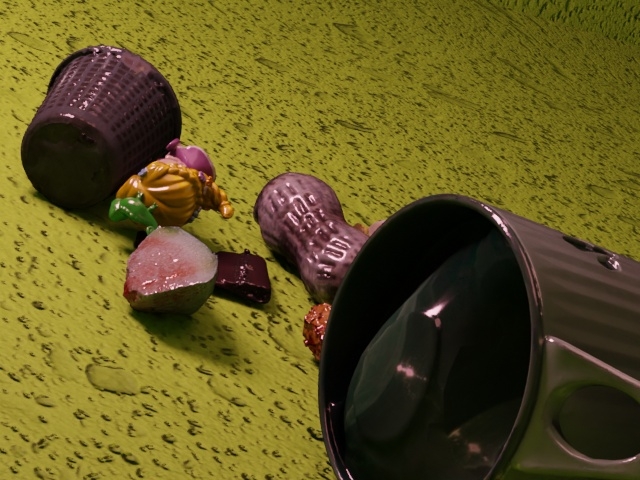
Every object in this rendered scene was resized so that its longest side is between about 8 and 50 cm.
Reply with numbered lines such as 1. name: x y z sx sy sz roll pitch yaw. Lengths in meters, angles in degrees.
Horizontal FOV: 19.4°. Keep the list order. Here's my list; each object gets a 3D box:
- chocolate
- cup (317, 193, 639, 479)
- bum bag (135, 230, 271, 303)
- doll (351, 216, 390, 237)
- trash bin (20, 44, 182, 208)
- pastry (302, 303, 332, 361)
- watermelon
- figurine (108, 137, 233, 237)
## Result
1. chocolate: 0.000 0.000 2.232 0.110 0.110 0.248 6 30 -38
2. cup: 0.241 0.168 1.784 0.392 0.310 0.401 13 32 -35
3. bum bag: -0.133 0.025 2.139 0.159 0.026 0.109 16 19 -13
4. doll: 0.119 0.018 2.341 0.207 0.081 0.129 11 -11 -30
5. trash bin: -0.270 -0.123 2.202 0.175 0.175 0.161 24 30 6
6. pastry: 0.038 0.134 1.997 0.087 0.063 0.169 -1 34 -30
7. watermelon: -0.162 0.036 2.014 0.094 0.081 0.180 10 16 -7
8. figurine: -0.167 -0.043 2.153 0.115 0.095 0.156 34 29 8
